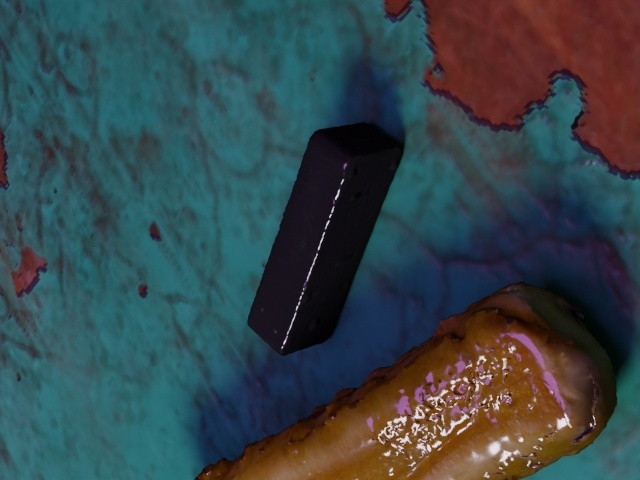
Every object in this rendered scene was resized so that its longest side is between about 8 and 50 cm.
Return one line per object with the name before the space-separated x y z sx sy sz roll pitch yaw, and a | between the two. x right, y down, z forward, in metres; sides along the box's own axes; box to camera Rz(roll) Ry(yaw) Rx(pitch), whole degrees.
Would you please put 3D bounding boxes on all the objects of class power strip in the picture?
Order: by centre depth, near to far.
power strip | 0.000 0.000 0.625 0.029 0.038 0.111 39 123 31

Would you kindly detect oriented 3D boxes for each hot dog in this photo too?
hot dog | 0.013 0.104 0.621 0.083 0.068 0.289 49 127 -7
